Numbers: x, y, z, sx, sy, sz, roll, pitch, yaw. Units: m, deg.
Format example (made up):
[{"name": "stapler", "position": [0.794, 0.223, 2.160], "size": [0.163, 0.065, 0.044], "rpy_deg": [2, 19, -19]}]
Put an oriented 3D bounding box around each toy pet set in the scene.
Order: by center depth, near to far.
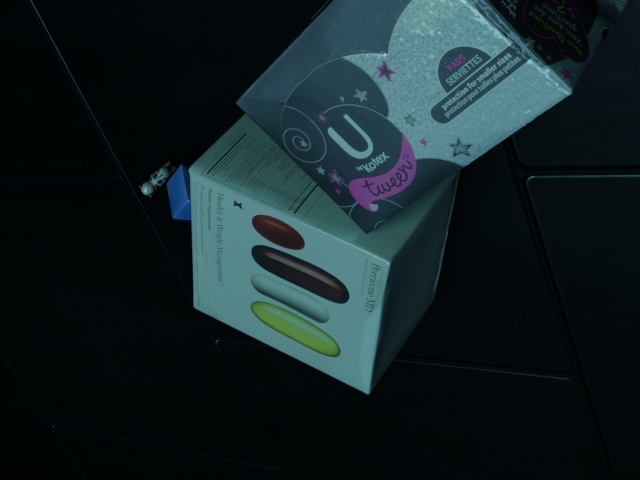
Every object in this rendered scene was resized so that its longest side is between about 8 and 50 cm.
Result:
[{"name": "toy pet set", "position": [-0.141, -0.031, 1.146], "size": [0.122, 0.065, 0.114], "rpy_deg": [42, 141, -6]}]

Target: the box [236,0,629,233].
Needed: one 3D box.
[{"name": "box", "position": [0.079, -0.141, 0.808], "size": [0.163, 0.142, 0.247], "rpy_deg": [45, 141, -8]}]

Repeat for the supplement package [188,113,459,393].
[{"name": "supplement package", "position": [0.000, 0.000, 1.001], "size": [0.203, 0.149, 0.194], "rpy_deg": [24, 139, 18]}]
